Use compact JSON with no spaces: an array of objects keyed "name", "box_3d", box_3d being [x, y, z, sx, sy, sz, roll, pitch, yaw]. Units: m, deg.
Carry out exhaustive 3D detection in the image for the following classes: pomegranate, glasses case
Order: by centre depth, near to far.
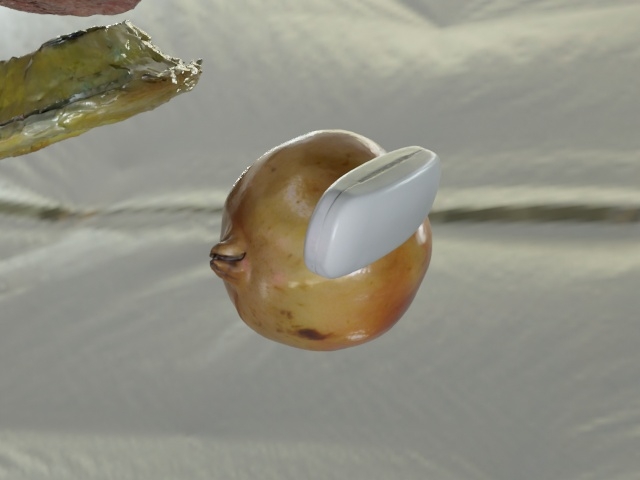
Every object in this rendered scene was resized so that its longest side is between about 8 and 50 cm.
[{"name":"glasses case","box_3d":[0.044,-0.024,1.313,0.049,0.074,0.193,24,-154,20]},{"name":"pomegranate","box_3d":[0.005,-0.001,1.509,0.209,0.209,0.209,-9,-148,6]}]

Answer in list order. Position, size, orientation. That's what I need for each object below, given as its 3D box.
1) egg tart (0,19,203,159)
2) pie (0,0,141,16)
[{"name":"egg tart","box_3d":[-0.295,-0.181,1.948,0.315,0.120,0.315,-20,-175,2]},{"name":"pie","box_3d":[-0.236,-0.233,1.418,0.182,0.049,0.182,4,170,1]}]
